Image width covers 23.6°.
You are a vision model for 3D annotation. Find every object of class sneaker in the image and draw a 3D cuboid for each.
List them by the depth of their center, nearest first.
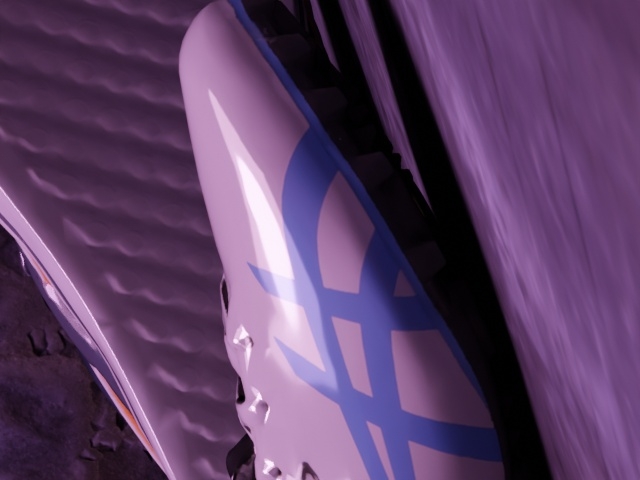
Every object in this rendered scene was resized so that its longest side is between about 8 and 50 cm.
[{"bbox_3d":[0.006,0.058,0.362,0.085,0.086,0.237,-107,-1,-71],"label":"sneaker"},{"bbox_3d":[-0.051,-0.035,0.485,0.127,0.126,0.321,175,73,-83],"label":"sneaker"}]
